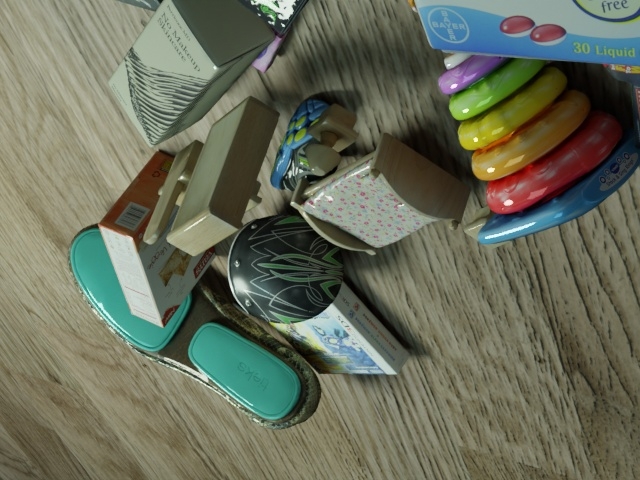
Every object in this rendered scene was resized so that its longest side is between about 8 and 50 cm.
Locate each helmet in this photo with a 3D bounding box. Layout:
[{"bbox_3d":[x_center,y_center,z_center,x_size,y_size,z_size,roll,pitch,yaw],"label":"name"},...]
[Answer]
[{"bbox_3d":[-0.051,0.040,1.873,0.169,0.169,0.161,39,169,-8],"label":"helmet"}]

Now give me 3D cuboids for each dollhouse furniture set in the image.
[{"bbox_3d":[0.000,0.000,1.670,0.355,0.174,0.303,31,150,-21],"label":"dollhouse furniture set"}]

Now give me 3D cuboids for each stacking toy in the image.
[{"bbox_3d":[0.186,-0.161,1.399,0.302,0.175,0.166,55,146,-8],"label":"stacking toy"}]

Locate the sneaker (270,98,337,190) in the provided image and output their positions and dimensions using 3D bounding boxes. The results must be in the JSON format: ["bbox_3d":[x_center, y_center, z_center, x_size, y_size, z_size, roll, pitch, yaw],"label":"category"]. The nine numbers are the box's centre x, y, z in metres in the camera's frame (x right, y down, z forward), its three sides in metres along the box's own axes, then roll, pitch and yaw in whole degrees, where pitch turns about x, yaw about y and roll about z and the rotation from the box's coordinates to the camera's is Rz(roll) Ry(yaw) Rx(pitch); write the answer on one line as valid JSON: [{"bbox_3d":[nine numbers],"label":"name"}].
[{"bbox_3d":[-0.009,-0.119,1.721,0.078,0.067,0.188,15,150,-10],"label":"sneaker"}]

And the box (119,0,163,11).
[{"bbox_3d":[-0.299,-0.358,1.590,0.231,0.056,0.183,20,168,23],"label":"box"}]

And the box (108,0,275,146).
[{"bbox_3d":[-0.164,-0.220,1.640,0.113,0.094,0.275,56,152,2],"label":"box"}]

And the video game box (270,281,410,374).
[{"bbox_3d":[0.011,0.132,2.062,0.187,0.048,0.205,50,150,-21],"label":"video game box"}]

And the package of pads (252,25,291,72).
[{"bbox_3d":[-0.071,-0.243,1.617,0.050,0.032,0.083,34,150,0],"label":"package of pads"}]

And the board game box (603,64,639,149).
[{"bbox_3d":[0.353,-0.164,1.288,0.194,0.060,0.194,17,147,28],"label":"board game box"}]

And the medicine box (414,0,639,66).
[{"bbox_3d":[0.196,-0.307,1.145,0.263,0.149,0.289,11,144,35],"label":"medicine box"}]

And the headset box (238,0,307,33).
[{"bbox_3d":[-0.065,-0.372,1.325,0.283,0.131,0.246,37,151,-6],"label":"headset box"}]

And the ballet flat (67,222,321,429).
[{"bbox_3d":[-0.201,0.146,2.191,0.483,0.164,0.182,34,-178,12],"label":"ballet flat"}]

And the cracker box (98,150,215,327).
[{"bbox_3d":[-0.240,0.001,2.015,0.067,0.156,0.232,21,148,21],"label":"cracker box"}]
